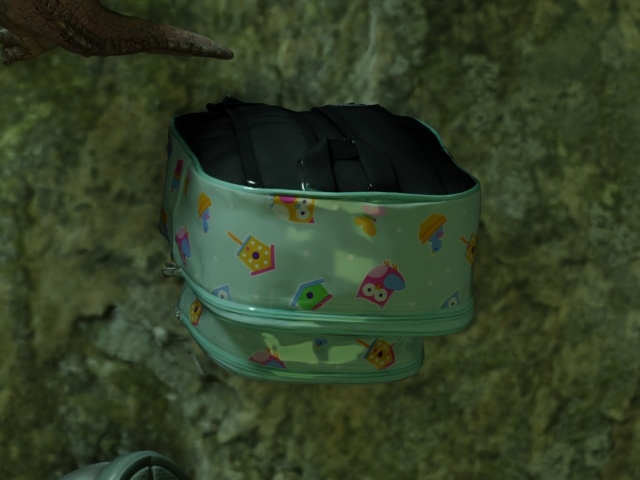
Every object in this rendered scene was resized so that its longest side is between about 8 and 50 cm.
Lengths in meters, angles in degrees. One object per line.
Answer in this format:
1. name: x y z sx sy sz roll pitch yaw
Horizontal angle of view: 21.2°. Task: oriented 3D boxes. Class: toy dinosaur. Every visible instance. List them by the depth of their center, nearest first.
1. toy dinosaur: -0.162 -0.173 0.839 0.127 0.200 0.295 -40 105 -4

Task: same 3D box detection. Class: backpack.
1. backpack: 0.000 0.000 0.905 0.166 0.188 0.144 4 97 -13

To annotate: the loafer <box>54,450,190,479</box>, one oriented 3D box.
1. loafer: -0.076 0.241 0.992 0.096 0.084 0.267 -39 110 -47
